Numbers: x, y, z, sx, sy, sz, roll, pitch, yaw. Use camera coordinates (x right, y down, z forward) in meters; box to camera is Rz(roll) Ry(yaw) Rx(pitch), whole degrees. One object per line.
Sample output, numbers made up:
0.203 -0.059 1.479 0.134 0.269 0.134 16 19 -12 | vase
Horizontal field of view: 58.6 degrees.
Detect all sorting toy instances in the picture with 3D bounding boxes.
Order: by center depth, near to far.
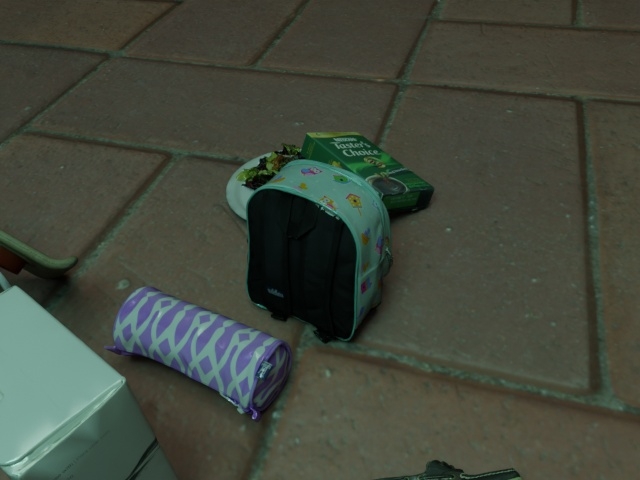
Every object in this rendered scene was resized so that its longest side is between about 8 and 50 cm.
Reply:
-0.422 -0.003 0.684 0.229 0.307 0.041 31 70 -22 | sorting toy

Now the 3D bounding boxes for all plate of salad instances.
-0.046 -0.091 0.868 0.200 0.048 0.200 -3 43 2 | plate of salad

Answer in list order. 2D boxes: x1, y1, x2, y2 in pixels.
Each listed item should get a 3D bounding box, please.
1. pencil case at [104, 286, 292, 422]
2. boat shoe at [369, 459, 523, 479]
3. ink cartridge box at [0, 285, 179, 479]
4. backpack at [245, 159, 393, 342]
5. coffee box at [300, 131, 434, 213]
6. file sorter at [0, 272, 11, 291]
-0.130 0.120 0.625 0.206 0.086 0.088 18 74 24 | pencil case
0.105 0.222 0.511 0.152 0.056 0.049 -10 48 -6 | boat shoe
-0.210 0.165 0.474 0.160 0.219 0.092 27 51 29 | ink cartridge box
0.000 0.000 0.661 0.166 0.188 0.144 22 49 27 | backpack
0.066 -0.105 0.849 0.113 0.040 0.184 -9 40 -38 | coffee box
-0.430 0.144 0.539 0.173 0.193 0.277 17 46 18 | file sorter
